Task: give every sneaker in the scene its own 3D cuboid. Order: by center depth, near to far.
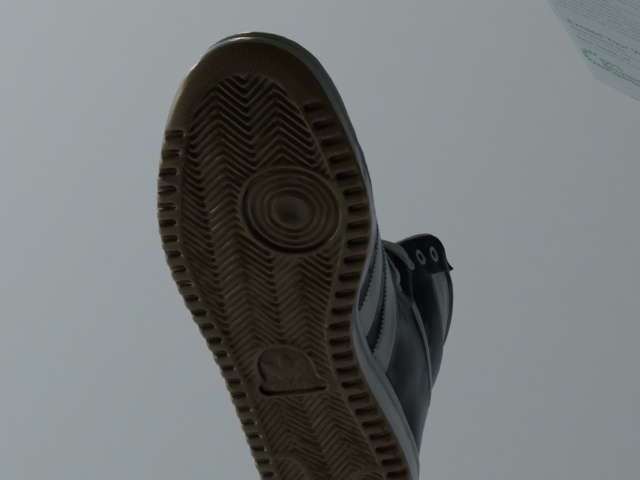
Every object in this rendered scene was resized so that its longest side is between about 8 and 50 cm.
[{"bbox_3d":[0.000,0.000,0.901,0.099,0.282,0.153,-3,-146,16],"label":"sneaker"}]

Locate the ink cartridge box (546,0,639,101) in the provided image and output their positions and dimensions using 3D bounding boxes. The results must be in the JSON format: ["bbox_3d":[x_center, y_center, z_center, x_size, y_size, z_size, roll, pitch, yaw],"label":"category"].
[{"bbox_3d":[0.229,-0.122,0.938,0.324,0.071,0.330,34,173,36],"label":"ink cartridge box"}]
